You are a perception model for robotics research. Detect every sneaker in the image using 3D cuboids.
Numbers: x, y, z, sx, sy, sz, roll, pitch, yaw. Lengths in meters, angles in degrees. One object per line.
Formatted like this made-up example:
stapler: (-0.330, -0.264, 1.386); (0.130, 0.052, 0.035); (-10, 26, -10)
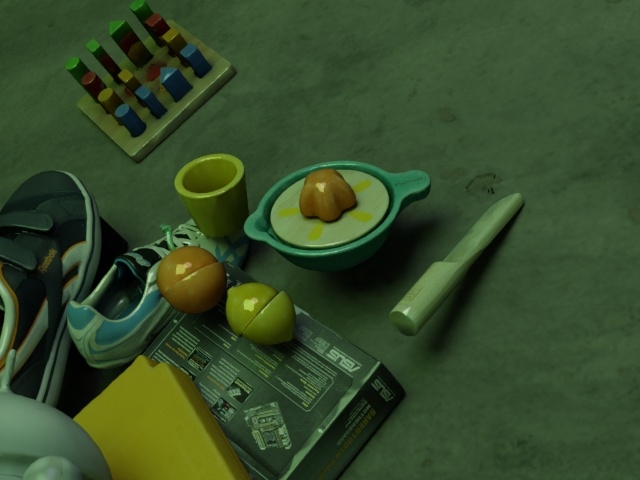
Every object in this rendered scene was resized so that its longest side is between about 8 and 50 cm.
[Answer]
sneaker: (-0.300, 0.037, 1.145); (0.126, 0.127, 0.321); (-18, 48, 22)
sneaker: (-0.151, 0.029, 1.165); (0.085, 0.086, 0.237); (19, 47, 32)

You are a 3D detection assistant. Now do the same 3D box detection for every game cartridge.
game cartridge: (-0.186, 0.289, 0.990); (0.324, 0.053, 0.285); (-43, 48, 6)

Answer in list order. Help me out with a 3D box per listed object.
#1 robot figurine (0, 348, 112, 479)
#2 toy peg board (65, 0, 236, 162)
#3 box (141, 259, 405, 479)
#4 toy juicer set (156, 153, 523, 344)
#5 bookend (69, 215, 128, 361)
robot figurine: (-0.256, 0.264, 0.883); (0.300, 0.200, 0.353); (-37, 46, 39)
toy peg board: (-0.215, -0.201, 1.414); (0.161, 0.079, 0.161); (-44, 45, -6)
box: (-0.065, 0.141, 1.070); (0.231, 0.056, 0.183); (29, 76, 42)
toy juicer set: (0.000, 0.000, 1.058); (0.329, 0.089, 0.209); (3, 42, 19)
bookend: (-0.302, 0.060, 1.266); (0.156, 0.072, 0.157); (-11, 52, 25)
